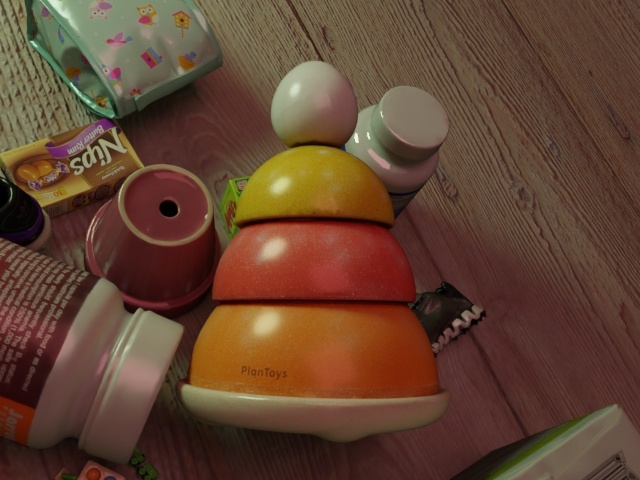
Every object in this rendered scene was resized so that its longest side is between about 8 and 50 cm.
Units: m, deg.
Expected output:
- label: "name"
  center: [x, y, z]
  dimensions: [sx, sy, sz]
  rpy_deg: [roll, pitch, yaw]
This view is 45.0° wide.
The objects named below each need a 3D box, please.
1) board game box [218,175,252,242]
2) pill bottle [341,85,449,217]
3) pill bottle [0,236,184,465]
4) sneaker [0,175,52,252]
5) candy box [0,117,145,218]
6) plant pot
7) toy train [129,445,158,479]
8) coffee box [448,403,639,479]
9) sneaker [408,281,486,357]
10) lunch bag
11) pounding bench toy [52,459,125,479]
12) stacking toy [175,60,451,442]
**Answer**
- label: "board game box"
  center: [-0.103, 0.002, 1.200]
  dimensions: [0.043, 0.092, 0.181]
  rpy_deg: [-13, 68, -24]
- label: "pill bottle"
  center: [0.095, -0.121, 1.230]
  dimensions: [0.152, 0.272, 0.152]
  rpy_deg: [9, 60, -16]
- label: "pill bottle"
  center: [-0.387, 0.121, 0.958]
  dimensions: [0.392, 0.224, 0.224]
  rpy_deg: [23, 58, -7]
- label: "sneaker"
  center: [-0.515, -0.074, 1.034]
  dimensions: [0.293, 0.146, 0.102]
  rpy_deg: [14, 70, 2]
- label: "candy box"
  center: [-0.378, -0.109, 1.184]
  dimensions: [0.186, 0.053, 0.109]
  rpy_deg: [-25, 75, -27]
- label: "plant pot"
  center: [-0.233, -0.009, 1.108]
  dimensions: [0.201, 0.180, 0.201]
  rpy_deg: [9, 60, -15]
- label: "toy train"
  center: [-0.248, 0.292, 1.039]
  dimensions: [0.023, 0.017, 0.083]
  rpy_deg: [-31, 77, -40]
- label: "coffee box"
  center: [0.256, 0.455, 0.945]
  dimensions: [0.338, 0.334, 0.338]
  rpy_deg: [-24, 74, -27]
- label: "sneaker"
  center: [0.158, 0.141, 1.234]
  dimensions: [0.234, 0.078, 0.106]
  rpy_deg: [-31, 74, -34]
- label: "lunch bag"
  center: [-0.317, -0.325, 1.260]
  dimensions: [0.223, 0.160, 0.262]
  rpy_deg: [-35, 73, -32]
- label: "pounding bench toy"
  center: [-0.300, 0.311, 0.980]
  dimensions: [0.083, 0.065, 0.052]
  rpy_deg: [28, 58, -4]
- label: "stacking toy"
  center: [0.000, 0.000, 1.010]
  dimensions: [0.350, 0.350, 0.480]
  rpy_deg: [4, 85, -18]
